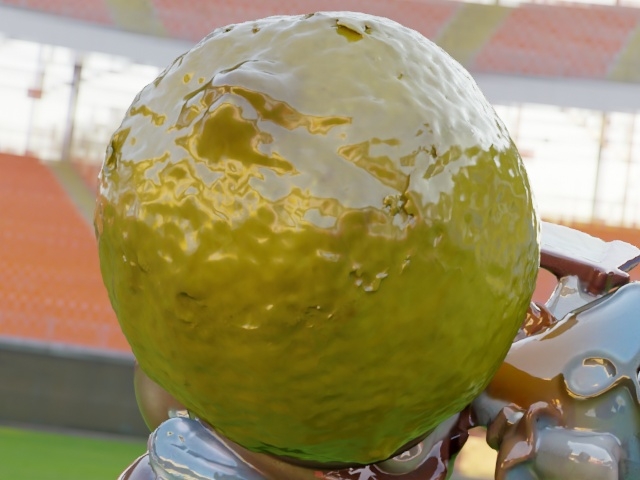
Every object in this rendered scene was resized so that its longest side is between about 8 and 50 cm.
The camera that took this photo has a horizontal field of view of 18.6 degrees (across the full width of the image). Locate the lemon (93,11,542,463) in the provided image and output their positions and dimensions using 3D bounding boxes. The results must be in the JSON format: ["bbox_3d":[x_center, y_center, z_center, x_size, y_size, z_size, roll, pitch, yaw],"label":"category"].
[{"bbox_3d":[0.000,0.000,0.856,0.192,0.192,0.231,6,-29,17],"label":"lemon"}]

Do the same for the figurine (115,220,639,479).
[{"bbox_3d":[0.080,0.101,1.122,0.388,0.248,0.277,10,33,-2],"label":"figurine"}]
